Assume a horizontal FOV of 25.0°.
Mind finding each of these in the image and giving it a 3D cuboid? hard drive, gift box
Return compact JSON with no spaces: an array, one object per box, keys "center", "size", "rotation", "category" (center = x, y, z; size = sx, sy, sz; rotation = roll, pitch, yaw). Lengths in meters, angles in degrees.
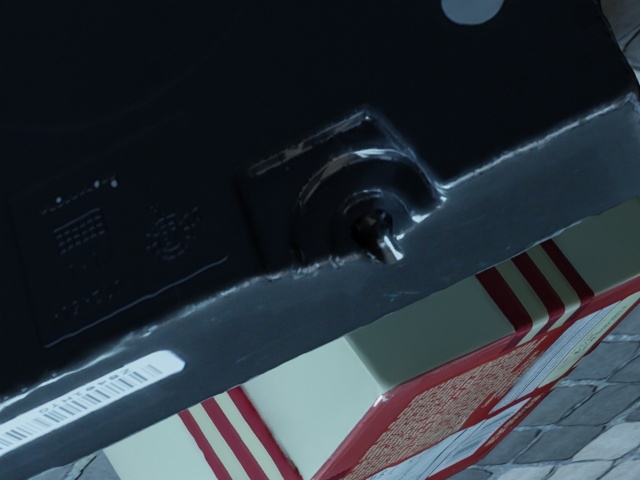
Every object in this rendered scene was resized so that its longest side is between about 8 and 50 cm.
[{"center":[-0.068,-0.112,0.453],"size":[0.237,0.339,0.064],"rotation":[-27,151,10],"category":"hard drive"},{"center":[0.000,0.000,0.771],"size":[0.276,0.258,0.255],"rotation":[-18,155,-44],"category":"gift box"}]
